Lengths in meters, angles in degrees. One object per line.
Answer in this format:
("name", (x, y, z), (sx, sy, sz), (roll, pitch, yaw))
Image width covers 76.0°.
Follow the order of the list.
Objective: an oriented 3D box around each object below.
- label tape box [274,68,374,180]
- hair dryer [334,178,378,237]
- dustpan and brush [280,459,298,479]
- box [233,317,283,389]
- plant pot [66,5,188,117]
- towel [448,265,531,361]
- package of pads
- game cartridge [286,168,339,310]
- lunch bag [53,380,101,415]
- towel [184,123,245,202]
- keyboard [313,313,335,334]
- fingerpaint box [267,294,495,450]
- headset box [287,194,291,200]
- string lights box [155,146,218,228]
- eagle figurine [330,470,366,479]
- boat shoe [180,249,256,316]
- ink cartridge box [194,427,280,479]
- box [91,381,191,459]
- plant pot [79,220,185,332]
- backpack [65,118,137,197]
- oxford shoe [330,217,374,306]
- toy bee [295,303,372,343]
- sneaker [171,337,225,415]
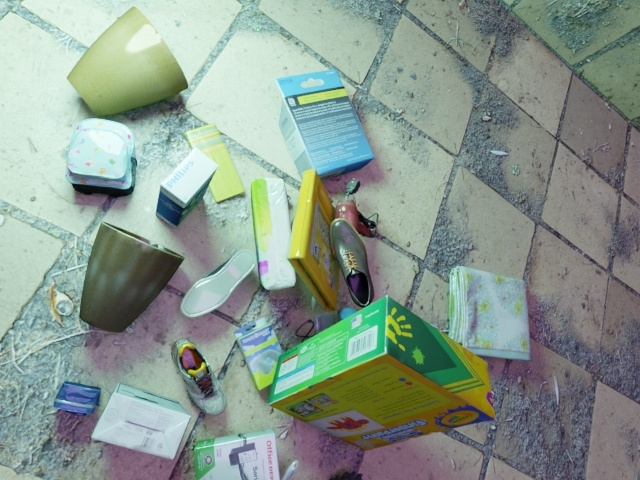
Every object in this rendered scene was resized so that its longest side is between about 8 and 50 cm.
("label tape box", (0.001, -0.391, 1.406), (0.249, 0.115, 0.348), (-21, 85, -28))
("hair dryer", (0.126, -0.048, 1.330), (0.224, 0.080, 0.294), (55, 45, -25))
("dustpan and brush", (-0.131, 0.693, 1.114), (0.147, 0.060, 0.211), (42, 64, -10))
("box", (-0.169, 0.327, 1.194), (0.109, 0.042, 0.178), (-22, 88, -28))
("plant pot", (-0.543, -0.460, 1.124), (0.254, 0.237, 0.237), (-38, 95, -13))
("towel", (0.648, 0.280, 1.558), (0.374, 0.090, 0.321), (13, 73, -22))
("package of pads", (-0.138, -0.012, 1.175), (0.101, 0.229, 0.297), (-6, 86, -10))
("game cartridge", (0.000, 0.000, 1.206), (0.285, 0.052, 0.324), (61, 30, -47))
("lunch bag", (-0.577, 0.380, 0.979), (0.098, 0.067, 0.065), (21, 70, -20))
("towel", (-0.327, -0.241, 1.270), (0.102, 0.021, 0.237), (-25, 90, -22))
("keyboard", (0.021, 0.362, 1.293), (0.072, 0.014, 0.256), (2, 77, -30))
("fingerpaint box", (0.145, 0.372, 1.074), (0.371, 0.444, 0.163), (34, 41, -21))
("headset box", (-0.141, -0.134, 1.321), (0.083, 0.032, 0.062), (41, 65, -12))
("string lights box", (-0.363, -0.131, 1.090), (0.076, 0.259, 0.133), (39, 66, -12))
("eagle figurine", (0.065, 0.818, 1.098), (0.225, 0.226, 0.299), (0, 95, -61))
("boat shoe", (-0.291, 0.122, 1.166), (0.095, 0.079, 0.254), (44, 62, -7))
("ink cartridge box", (-0.211, 0.588, 1.060), (0.208, 0.087, 0.153), (-6, 76, -13))
("box", (-0.405, 0.398, 0.930), (0.169, 0.290, 0.087), (25, 67, -16))
("plant pot", (-0.492, 0.103, 1.025), (0.215, 0.215, 0.231), (26, 83, -17))
("backpack", (-0.575, -0.226, 1.083), (0.165, 0.144, 0.189), (4, 73, -18))
("oxford shoe", (0.096, 0.061, 1.185), (0.096, 0.098, 0.272), (-21, 87, 3))
("toy bee", (0.096, 0.301, 1.251), (0.298, 0.195, 0.162), (-26, 49, -22))
("sneaker", (-0.324, 0.366, 1.085), (0.088, 0.092, 0.225), (-33, 93, -27))
